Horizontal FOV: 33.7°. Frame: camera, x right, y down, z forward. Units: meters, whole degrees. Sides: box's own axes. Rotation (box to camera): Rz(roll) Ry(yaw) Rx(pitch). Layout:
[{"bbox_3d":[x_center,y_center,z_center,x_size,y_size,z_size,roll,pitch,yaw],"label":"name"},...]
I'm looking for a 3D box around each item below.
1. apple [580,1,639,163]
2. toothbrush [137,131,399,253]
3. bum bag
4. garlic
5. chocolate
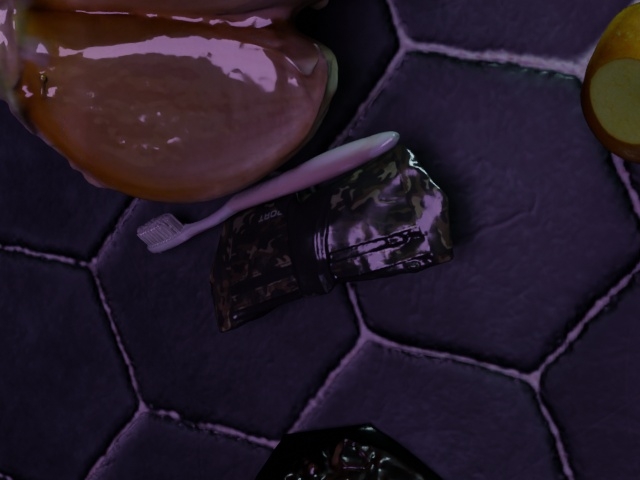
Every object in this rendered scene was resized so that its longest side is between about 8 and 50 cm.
[{"bbox_3d":[0.238,-0.113,0.750,0.102,0.099,0.114,45,139,19],"label":"apple"},{"bbox_3d":[-0.056,-0.041,0.898,0.307,0.025,0.029,-20,126,39],"label":"toothbrush"},{"bbox_3d":[0.000,-0.001,0.892,0.248,0.069,0.102,-19,89,26],"label":"bum bag"},{"bbox_3d":[-0.109,-0.184,0.841,0.313,0.249,0.286,-5,79,9],"label":"garlic"},{"bbox_3d":[0.007,0.290,0.876,0.206,0.177,0.224,-12,94,26],"label":"chocolate"}]
